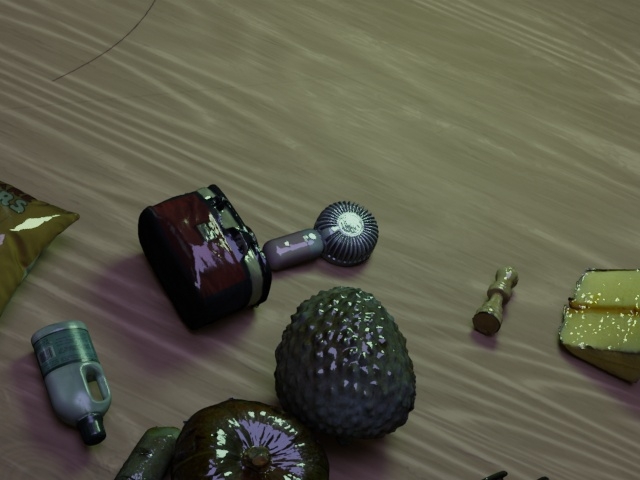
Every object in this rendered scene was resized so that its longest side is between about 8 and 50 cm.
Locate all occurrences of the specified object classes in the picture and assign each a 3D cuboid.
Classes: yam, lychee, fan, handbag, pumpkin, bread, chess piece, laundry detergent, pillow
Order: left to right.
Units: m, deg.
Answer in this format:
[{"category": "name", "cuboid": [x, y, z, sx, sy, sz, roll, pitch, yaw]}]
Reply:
[{"category": "pillow", "cuboid": [-0.639, -0.005, 1.909, 0.310, 0.119, 0.312, 22, 50, 7]}, {"category": "laundry detergent", "cuboid": [-0.410, 0.242, 1.801, 0.099, 0.070, 0.225, -8, 53, -30]}, {"category": "yam", "cuboid": [-0.276, 0.354, 1.746, 0.070, 0.069, 0.146, 27, 50, 7]}, {"category": "handbag", "cuboid": [-0.206, 0.020, 1.975, 0.181, 0.181, 0.254, -22, 63, -28]}, {"category": "pumpkin", "cuboid": [-0.113, 0.370, 1.700, 0.260, 0.189, 0.260, 7, 51, -9]}, {"category": "fan", "cuboid": [0.000, 0.000, 2.126, 0.244, 0.074, 0.130, -16, 68, -21]}, {"category": "lychee", "cuboid": [0.048, 0.218, 1.832, 0.255, 0.255, 0.274, 9, 93, -9]}, {"category": "chess piece", "cuboid": [0.356, 0.111, 2.140, 0.060, 0.060, 0.172, 27, 45, 7]}, {"category": "bread", "cuboid": [0.586, 0.139, 2.128, 0.178, 0.135, 0.240, 24, 51, 4]}]

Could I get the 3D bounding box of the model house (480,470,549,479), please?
[{"category": "model house", "cuboid": [0.227, 0.480, 1.760, 0.279, 0.218, 0.204, 2, 85, 26]}]
